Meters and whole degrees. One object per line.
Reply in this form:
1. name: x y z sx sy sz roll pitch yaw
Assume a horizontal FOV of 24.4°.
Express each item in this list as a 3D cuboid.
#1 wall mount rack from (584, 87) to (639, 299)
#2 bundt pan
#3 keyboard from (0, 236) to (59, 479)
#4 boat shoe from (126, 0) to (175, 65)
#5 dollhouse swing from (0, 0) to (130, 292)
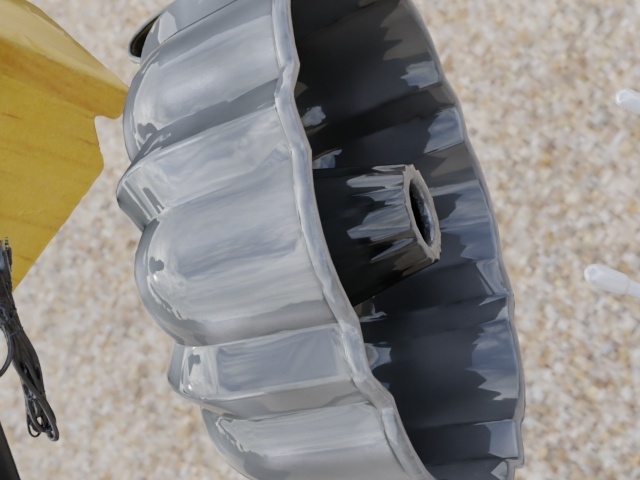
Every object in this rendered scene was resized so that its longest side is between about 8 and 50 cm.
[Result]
1. wall mount rack: 0.369 0.028 1.328 0.130 0.304 0.350 -11 46 33
2. bundt pan: 0.000 0.000 0.795 0.124 0.331 0.331 -16 49 21
3. keyboard: -0.257 0.114 1.039 0.033 0.317 0.201 -8 16 28
4. boat shoe: -0.125 -0.273 1.837 0.305 0.091 0.109 -22 64 45
5. dollhouse swing: -0.409 -0.102 1.174 0.347 0.315 0.305 -52 54 13
